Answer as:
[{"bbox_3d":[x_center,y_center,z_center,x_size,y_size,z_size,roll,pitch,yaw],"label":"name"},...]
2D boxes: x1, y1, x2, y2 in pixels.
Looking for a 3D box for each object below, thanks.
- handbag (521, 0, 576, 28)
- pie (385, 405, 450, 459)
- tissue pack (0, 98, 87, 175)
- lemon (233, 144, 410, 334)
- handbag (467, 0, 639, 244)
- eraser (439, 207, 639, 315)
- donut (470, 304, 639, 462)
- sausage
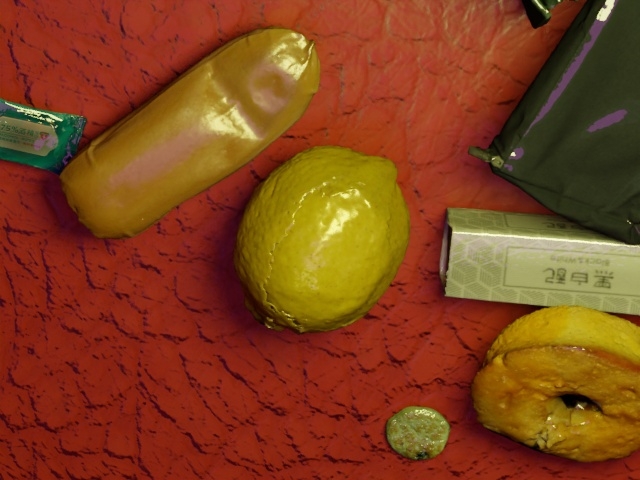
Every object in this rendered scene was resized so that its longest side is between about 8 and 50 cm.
[{"bbox_3d":[0.192,-0.348,1.731,0.079,0.260,0.247,-34,92,12],"label":"handbag"},{"bbox_3d":[0.126,0.251,2.099,0.085,0.017,0.085,1,112,3],"label":"pie"},{"bbox_3d":[-0.364,-0.129,1.969,0.138,0.028,0.085,13,108,-22],"label":"tissue pack"},{"bbox_3d":[0.000,0.000,1.916,0.204,0.204,0.260,34,107,-10],"label":"lemon"},{"bbox_3d":[0.335,-0.175,1.850,0.275,0.178,0.301,22,112,-22],"label":"handbag"},{"bbox_3d":[0.351,0.032,1.967,0.404,0.096,0.098,5,110,2],"label":"eraser"},{"bbox_3d":[0.312,0.180,1.970,0.254,0.118,0.253,3,144,2],"label":"donut"},{"bbox_3d":[-0.145,-0.134,1.920,0.354,0.116,0.134,-33,91,10],"label":"sausage"}]
